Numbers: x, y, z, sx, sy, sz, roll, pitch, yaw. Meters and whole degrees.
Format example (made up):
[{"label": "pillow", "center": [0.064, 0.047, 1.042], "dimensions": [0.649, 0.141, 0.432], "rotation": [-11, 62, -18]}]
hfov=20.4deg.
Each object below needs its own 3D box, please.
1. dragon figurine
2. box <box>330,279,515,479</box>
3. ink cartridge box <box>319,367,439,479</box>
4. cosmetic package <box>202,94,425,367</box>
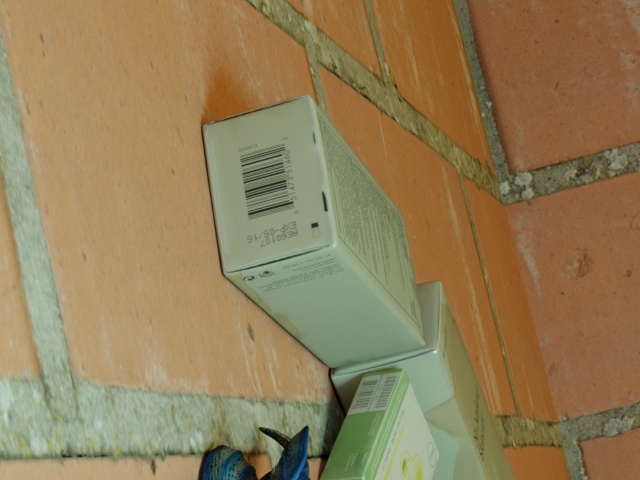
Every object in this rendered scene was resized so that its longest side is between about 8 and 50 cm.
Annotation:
[{"label": "dragon figurine", "center": [-0.039, 0.200, 1.385], "dimensions": [0.289, 0.085, 0.144], "rotation": [-84, 156, -54]}, {"label": "box", "center": [0.119, 0.215, 1.945], "dimensions": [0.148, 0.121, 0.311], "rotation": [-82, 154, -57]}, {"label": "ink cartridge box", "center": [0.080, 0.273, 1.798], "dimensions": [0.235, 0.056, 0.171], "rotation": [66, 28, -28]}, {"label": "cosmetic package", "center": [0.000, 0.000, 1.714], "dimensions": [0.309, 0.113, 0.160], "rotation": [50, 28, -62]}]
